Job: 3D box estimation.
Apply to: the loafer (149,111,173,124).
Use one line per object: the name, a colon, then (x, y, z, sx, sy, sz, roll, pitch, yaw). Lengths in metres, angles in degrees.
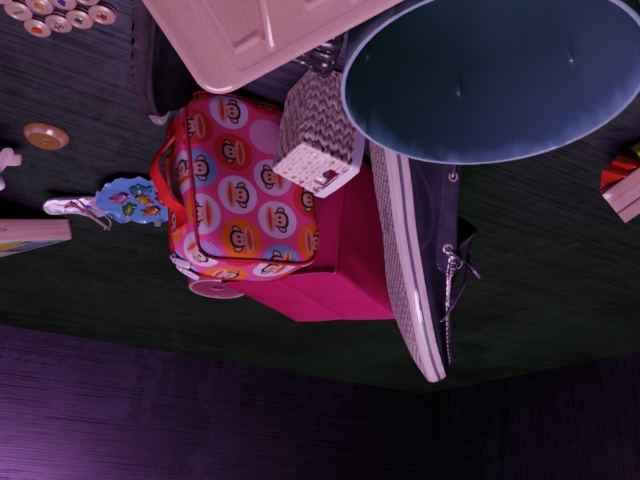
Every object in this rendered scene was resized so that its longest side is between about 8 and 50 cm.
loafer: (-0.240, -0.233, 1.046, 0.045, 0.039, 0.125, 45, 141, -10)

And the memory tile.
memory tile: (-0.363, -0.321, 0.873, 0.147, 0.012, 0.113, -4, 156, 18)

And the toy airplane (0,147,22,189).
toy airplane: (-0.710, -0.130, 1.027, 0.385, 0.273, 0.384, -8, -179, -14)

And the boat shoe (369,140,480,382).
boat shoe: (0.192, 0.015, 1.114, 0.155, 0.501, 0.187, -11, -163, -7)

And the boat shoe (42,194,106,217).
boat shoe: (-0.537, -0.081, 1.429, 0.142, 0.049, 0.040, 1, -156, -24)

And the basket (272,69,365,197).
basket: (0.000, -0.170, 0.996, 0.103, 0.167, 0.113, 21, 151, -23)

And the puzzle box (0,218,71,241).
puzzle box: (-0.803, 0.001, 1.432, 0.271, 0.052, 0.409, -12, 176, 24)

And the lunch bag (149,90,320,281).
lunch bag: (-0.140, -0.085, 1.018, 0.258, 0.293, 0.120, 6, 158, -33)

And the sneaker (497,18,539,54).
sneaker: (0.239, -0.246, 0.870, 0.329, 0.130, 0.147, -5, 142, 10)

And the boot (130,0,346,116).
boot: (-0.104, -0.260, 0.833, 0.259, 0.131, 0.348, 8, 156, -12)

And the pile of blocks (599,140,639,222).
pile of blocks: (0.589, -0.169, 1.032, 0.113, 0.149, 0.362, 50, 136, 0)

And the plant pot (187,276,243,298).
plant pot: (-0.223, 0.027, 1.464, 0.201, 0.180, 0.201, 2, 157, 1)

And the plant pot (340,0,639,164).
plant pot: (0.169, -0.253, 0.677, 0.292, 0.235, 0.293, 2, 158, 1)

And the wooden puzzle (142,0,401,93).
wooden puzzle: (-0.070, -0.324, 0.566, 0.347, 0.080, 0.322, -12, 118, 47)

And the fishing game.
fishing game: (-0.386, -0.074, 1.387, 0.263, 0.041, 0.189, -15, 152, 14)

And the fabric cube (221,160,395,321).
fabric cube: (0.000, 0.000, 1.266, 0.258, 0.254, 0.258, -6, 154, 31)

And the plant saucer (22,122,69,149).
plant saucer: (-0.509, -0.189, 1.200, 0.083, 0.015, 0.083, 2, 157, 1)
